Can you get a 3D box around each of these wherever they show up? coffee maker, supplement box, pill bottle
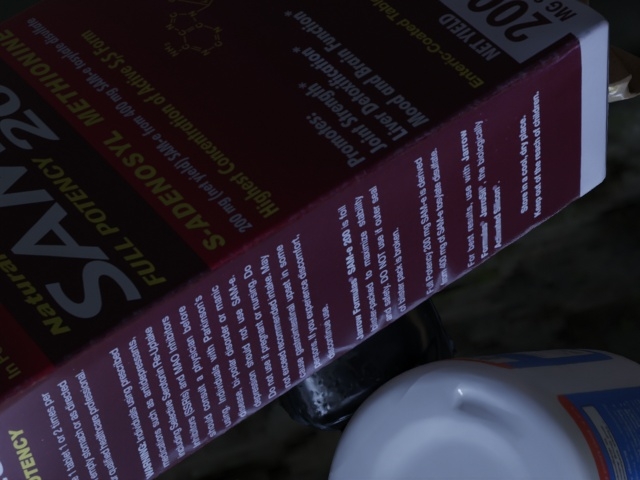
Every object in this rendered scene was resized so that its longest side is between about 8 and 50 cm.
[{"bbox_3d":[0.000,0.000,1.038,0.120,0.178,0.171,-36,-155,-25],"label":"coffee maker"},{"bbox_3d":[-0.045,-0.017,0.574,0.239,0.130,0.073,-33,143,-20],"label":"supplement box"},{"bbox_3d":[0.104,0.112,0.880,0.124,0.124,0.221,-18,170,27],"label":"pill bottle"}]

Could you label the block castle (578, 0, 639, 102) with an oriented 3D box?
[{"bbox_3d":[0.098,-0.276,1.006,0.303,0.453,0.213,-53,165,-27],"label":"block castle"}]
